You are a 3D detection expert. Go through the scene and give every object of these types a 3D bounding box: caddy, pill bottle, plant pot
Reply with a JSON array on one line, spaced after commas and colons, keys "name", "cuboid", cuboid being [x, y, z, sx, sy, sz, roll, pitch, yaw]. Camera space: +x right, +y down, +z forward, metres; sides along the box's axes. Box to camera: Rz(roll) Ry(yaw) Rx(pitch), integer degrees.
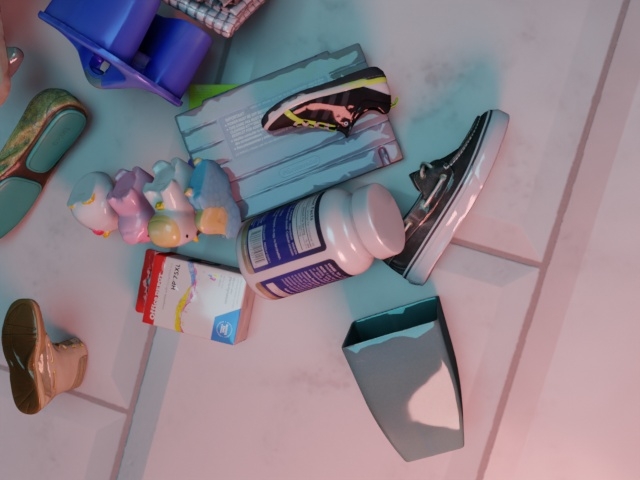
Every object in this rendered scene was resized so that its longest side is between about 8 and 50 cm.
[{"name": "caddy", "cuboid": [-0.345, -0.342, 1.402, 0.179, 0.241, 0.341, -56, 40, 2]}, {"name": "pill bottle", "cuboid": [0.000, 0.000, 1.387, 0.265, 0.153, 0.153, -18, 88, 29]}, {"name": "plant pot", "cuboid": [0.159, 0.245, 1.396, 0.166, 0.165, 0.234, -18, 97, 12]}]

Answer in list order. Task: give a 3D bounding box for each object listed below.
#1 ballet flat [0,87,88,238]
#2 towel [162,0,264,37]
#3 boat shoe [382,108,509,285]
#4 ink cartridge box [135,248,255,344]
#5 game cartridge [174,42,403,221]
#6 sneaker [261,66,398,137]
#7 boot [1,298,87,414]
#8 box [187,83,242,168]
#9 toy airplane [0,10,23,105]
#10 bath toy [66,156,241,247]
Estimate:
[{"name": "ballet flat", "cuboid": [-0.580, -0.148, 1.563, 0.123, 0.123, 0.348, 41, 100, 7]}, {"name": "towel", "cuboid": [-0.180, -0.513, 1.389, 0.235, 0.121, 0.283, 31, 58, 7]}, {"name": "boat shoe", "cuboid": [0.203, -0.085, 1.389, 0.119, 0.121, 0.335, 29, 99, 5]}, {"name": "ink cartridge box", "cuboid": [-0.244, 0.101, 1.511, 0.231, 0.078, 0.134, 12, 94, 11]}, {"name": "game cartridge", "cuboid": [-0.057, -0.187, 1.447, 0.355, 0.068, 0.230, -21, 88, 3]}, {"name": "sneaker", "cuboid": [0.017, -0.216, 1.373, 0.235, 0.084, 0.097, -20, 93, 3]}, {"name": "boot", "cuboid": [-0.512, 0.200, 1.525, 0.077, 0.165, 0.213, -1, 98, 17]}, {"name": "box", "cuboid": [-0.190, -0.198, 1.506, 0.109, 0.042, 0.178, 2, 92, 9]}, {"name": "toy airplane", "cuboid": [-0.648, -0.447, 1.483, 0.385, 0.272, 0.386, 22, 72, 11]}, {"name": "bath toy", "cuboid": [-0.304, -0.054, 1.444, 0.348, 0.129, 0.151, 0, 61, 36]}]
